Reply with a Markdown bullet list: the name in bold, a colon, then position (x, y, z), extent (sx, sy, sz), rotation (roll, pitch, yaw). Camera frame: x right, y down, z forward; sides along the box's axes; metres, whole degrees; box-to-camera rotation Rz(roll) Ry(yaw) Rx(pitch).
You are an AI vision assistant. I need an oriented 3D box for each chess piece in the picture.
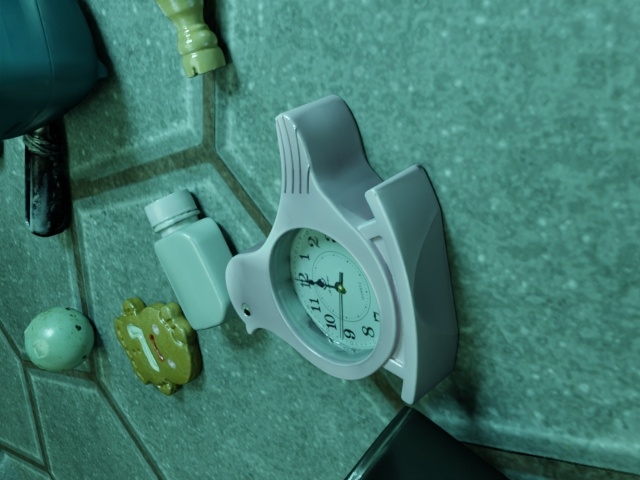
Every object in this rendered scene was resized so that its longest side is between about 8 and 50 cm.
- **chess piece**: position (-0.146, -0.244, 0.709), extent (0.066, 0.066, 0.122), rotation (3, 119, 45)

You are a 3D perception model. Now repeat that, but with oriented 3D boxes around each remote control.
- **remote control**: position (-0.490, -0.115, 1.123), extent (0.090, 0.066, 0.266), rotation (34, 133, 23)

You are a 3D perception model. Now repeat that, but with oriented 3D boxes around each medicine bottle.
- **medicine bottle**: position (-0.170, 0.026, 0.872), extent (0.119, 0.069, 0.183), rotation (-20, 97, 53)

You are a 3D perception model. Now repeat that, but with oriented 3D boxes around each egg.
- **egg**: position (-0.521, 0.199, 1.279), extent (0.131, 0.131, 0.164), rotation (59, 145, 3)

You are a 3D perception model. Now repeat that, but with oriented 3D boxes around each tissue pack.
- **tissue pack**: position (-0.442, -0.254, 0.906), extent (0.287, 0.206, 0.198), rotation (-13, 92, 47)

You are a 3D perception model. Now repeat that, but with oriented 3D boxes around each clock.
- **clock**: position (0.000, 0.000, 0.676), extent (0.275, 0.080, 0.291), rotation (10, 117, 42)

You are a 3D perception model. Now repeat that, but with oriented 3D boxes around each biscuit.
- **biscuit**: position (-0.279, 0.181, 1.095), extent (0.248, 0.035, 0.184), rotation (-15, 100, 48)

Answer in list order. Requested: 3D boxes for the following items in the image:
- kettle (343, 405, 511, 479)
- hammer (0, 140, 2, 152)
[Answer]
- **kettle**: position (0.156, 0.311, 0.607), extent (0.308, 0.262, 0.203), rotation (38, 109, 16)
- **hammer**: position (-0.705, -0.264, 1.283), extent (0.158, 0.041, 0.227), rotation (-9, 104, 47)
